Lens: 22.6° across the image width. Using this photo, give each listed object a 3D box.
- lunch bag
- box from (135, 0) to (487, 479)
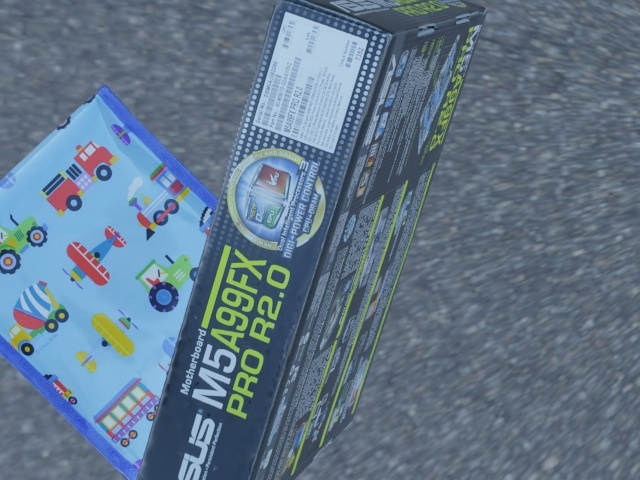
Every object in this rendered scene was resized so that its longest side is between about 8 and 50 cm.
[{"bbox_3d":[-0.158,0.055,1.367,0.293,0.138,0.221,44,81,5],"label":"lunch bag"},{"bbox_3d":[0.000,0.000,0.853,0.060,0.216,0.270,21,107,12],"label":"box"}]
